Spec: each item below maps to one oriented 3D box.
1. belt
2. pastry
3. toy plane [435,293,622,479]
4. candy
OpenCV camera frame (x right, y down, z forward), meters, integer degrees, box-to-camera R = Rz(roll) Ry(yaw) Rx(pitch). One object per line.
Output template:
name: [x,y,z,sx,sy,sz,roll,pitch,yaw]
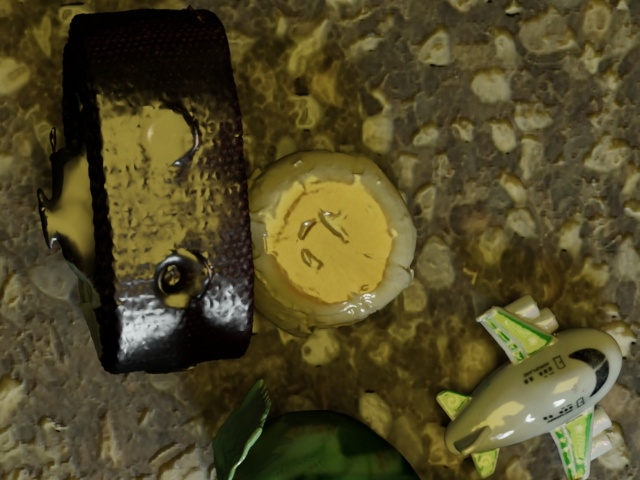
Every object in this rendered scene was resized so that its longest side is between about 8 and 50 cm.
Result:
belt: [-0.144,-0.038,1.539,0.164,0.184,0.289,-6,95,-16]
pastry: [0.000,0.000,1.613,0.166,0.088,0.166,0,93,-5]
toy plane: [0.182,0.132,1.653,0.174,0.080,0.174,-1,93,-10]
candy: [0.075,0.274,1.559,0.398,0.263,0.172,32,96,-9]
